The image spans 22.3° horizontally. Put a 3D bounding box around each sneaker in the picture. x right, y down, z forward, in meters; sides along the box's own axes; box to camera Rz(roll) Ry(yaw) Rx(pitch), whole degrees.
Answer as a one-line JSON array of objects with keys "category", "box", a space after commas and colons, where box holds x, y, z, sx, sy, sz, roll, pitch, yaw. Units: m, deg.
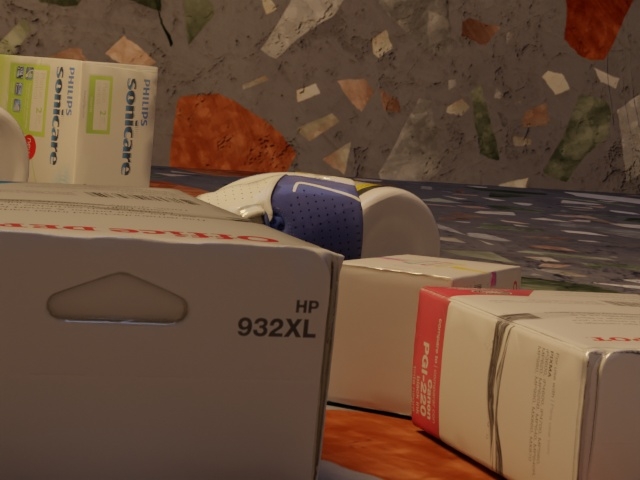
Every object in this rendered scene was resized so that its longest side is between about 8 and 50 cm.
[{"category": "sneaker", "box": [-0.121, 0.025, 1.212, 0.316, 0.127, 0.182, -3, 10, -6]}]

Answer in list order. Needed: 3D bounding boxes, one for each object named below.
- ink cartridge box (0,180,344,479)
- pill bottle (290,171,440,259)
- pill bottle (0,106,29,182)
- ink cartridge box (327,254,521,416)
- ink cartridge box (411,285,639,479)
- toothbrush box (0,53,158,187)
[{"category": "ink cartridge box", "box": [-0.146, 0.042, 0.890, 0.223, 0.129, 0.307, 3, 6, -19]}, {"category": "pill bottle", "box": [0.000, 0.000, 1.475, 0.119, 0.119, 0.208, 0, 8, -38]}, {"category": "pill bottle", "box": [-0.474, -0.091, 1.833, 0.265, 0.153, 0.153, 9, 7, 30]}, {"category": "ink cartridge box", "box": [0.072, 0.060, 1.078, 0.090, 0.092, 0.143, 7, 5, 26]}, {"category": "ink cartridge box", "box": [0.164, 0.085, 0.903, 0.159, 0.092, 0.218, 3, 4, -19]}, {"category": "toothbrush box", "box": [-0.335, -0.121, 1.973, 0.283, 0.206, 0.122, 11, 8, 43]}]
